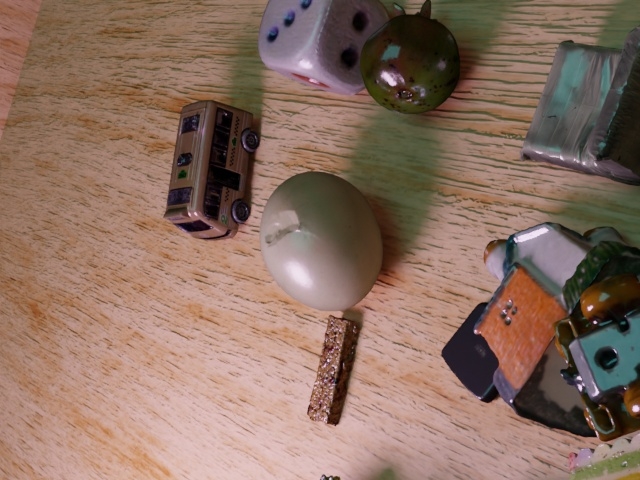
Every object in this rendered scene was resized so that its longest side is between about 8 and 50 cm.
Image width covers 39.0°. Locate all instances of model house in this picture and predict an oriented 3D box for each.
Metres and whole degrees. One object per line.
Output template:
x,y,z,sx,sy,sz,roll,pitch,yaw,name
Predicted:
0.346,0.084,1.310,0.271,0.190,0.301,-62,29,18,model house

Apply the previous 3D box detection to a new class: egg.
0.000,0.000,1.627,0.219,0.219,0.269,-42,48,29,egg

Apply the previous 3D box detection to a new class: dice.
0.008,-0.399,1.763,0.193,0.194,0.191,24,94,49,dice

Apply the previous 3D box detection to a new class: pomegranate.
0.162,-0.335,1.611,0.181,0.181,0.224,-27,45,38,pomegranate

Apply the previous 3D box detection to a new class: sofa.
0.393,-0.200,1.316,0.225,0.176,0.210,25,96,47,sofa

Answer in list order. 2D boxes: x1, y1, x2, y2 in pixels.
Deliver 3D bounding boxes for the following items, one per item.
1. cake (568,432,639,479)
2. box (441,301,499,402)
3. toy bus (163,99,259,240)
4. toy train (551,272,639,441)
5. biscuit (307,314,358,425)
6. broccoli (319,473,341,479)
0.412,0.306,1.169,0.225,0.090,0.109,-18,51,32,cake
0.264,0.176,1.444,0.125,0.027,0.126,-55,45,15,box
-0.242,-0.152,1.968,0.139,0.157,0.289,-3,76,46,toy bus
0.471,0.107,1.071,0.369,0.232,0.163,-28,61,21,toy train
0.023,0.239,1.663,0.064,0.034,0.199,8,85,47,biscuit
0.007,0.522,1.460,0.288,0.235,0.259,37,124,41,broccoli
